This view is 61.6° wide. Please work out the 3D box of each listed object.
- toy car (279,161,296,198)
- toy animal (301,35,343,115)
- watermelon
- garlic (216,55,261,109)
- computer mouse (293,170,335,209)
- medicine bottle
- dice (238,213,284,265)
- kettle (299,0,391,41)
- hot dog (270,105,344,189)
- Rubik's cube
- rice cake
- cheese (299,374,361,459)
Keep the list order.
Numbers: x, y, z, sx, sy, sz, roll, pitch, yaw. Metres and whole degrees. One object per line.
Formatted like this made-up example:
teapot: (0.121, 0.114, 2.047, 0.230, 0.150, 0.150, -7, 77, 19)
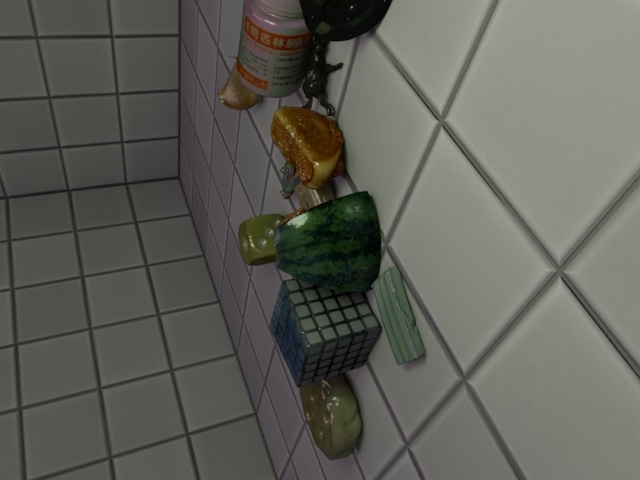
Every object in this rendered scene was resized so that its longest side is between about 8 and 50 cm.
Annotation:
toy car: (-0.111, -0.215, 1.910, 0.069, 0.055, 0.142, 159, 113, -66)
toy animal: (-0.003, -0.468, 1.536, 0.148, 0.084, 0.233, -107, 22, -50)
watermelon: (0.010, 0.033, 1.480, 0.292, 0.282, 0.251, 119, 142, -73)
garlic: (-0.298, -0.601, 2.053, 0.245, 0.164, 0.146, 125, 148, -53)
computer mouse: (-0.009, -0.119, 1.663, 0.237, 0.081, 0.145, 68, 155, 3)
medicine bottle: (-0.117, -0.620, 1.534, 0.388, 0.219, 0.219, 115, 139, -54)
dice: (-0.218, -0.002, 2.102, 0.169, 0.169, 0.166, 143, 114, -65)
kettle: (0.031, -0.660, 1.208, 0.262, 0.203, 0.308, 120, 138, -60)
hot dog: (-0.023, -0.276, 1.545, 0.257, 0.153, 0.150, 55, 145, 20)
Rubik's cube: (0.008, 0.256, 1.589, 0.237, 0.238, 0.237, 60, 149, 35)
rice cake: (0.195, 0.194, 1.371, 0.127, 0.043, 0.237, -49, 55, 60)
cheese: (0.028, 0.571, 1.833, 0.318, 0.115, 0.326, 104, 147, -45)
